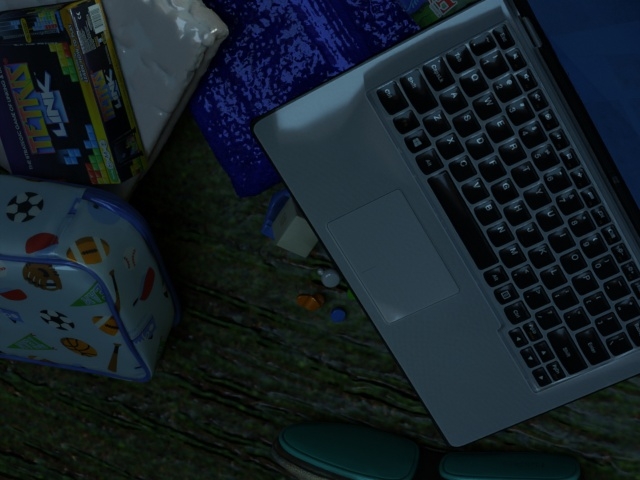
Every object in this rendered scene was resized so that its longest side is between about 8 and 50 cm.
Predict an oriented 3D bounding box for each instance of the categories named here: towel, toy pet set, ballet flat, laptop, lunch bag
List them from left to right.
[{"bbox_3d":[-0.301,0.038,1.294,0.303,0.115,0.243,10,147,18],"label":"lunch bag"},{"bbox_3d":[-0.274,-0.198,1.266,0.332,0.053,0.317,41,129,8],"label":"towel"},{"bbox_3d":[-0.010,-0.203,1.212,0.308,0.076,0.227,-31,89,21],"label":"towel"},{"bbox_3d":[0.000,0.000,1.270,0.114,0.065,0.122,25,115,-24],"label":"toy pet set"},{"bbox_3d":[0.101,0.254,1.254,0.316,0.107,0.106,6,111,18],"label":"ballet flat"},{"bbox_3d":[0.189,0.009,1.029,0.408,0.236,0.382,-26,108,18],"label":"laptop"}]

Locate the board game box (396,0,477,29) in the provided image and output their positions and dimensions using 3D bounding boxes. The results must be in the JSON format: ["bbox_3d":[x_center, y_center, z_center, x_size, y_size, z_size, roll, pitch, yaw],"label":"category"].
[{"bbox_3d":[0.258,-0.223,1.079,0.319,0.066,0.318,-39,104,21],"label":"board game box"}]

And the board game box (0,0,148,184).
[{"bbox_3d":[-0.251,-0.137,1.218,0.141,0.048,0.170,-1,113,33],"label":"board game box"}]
